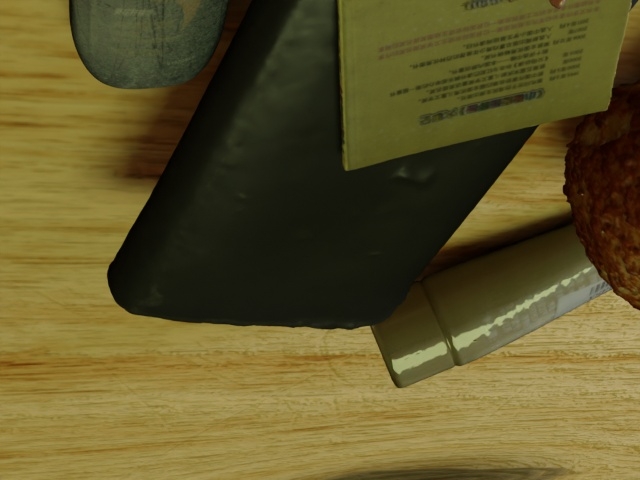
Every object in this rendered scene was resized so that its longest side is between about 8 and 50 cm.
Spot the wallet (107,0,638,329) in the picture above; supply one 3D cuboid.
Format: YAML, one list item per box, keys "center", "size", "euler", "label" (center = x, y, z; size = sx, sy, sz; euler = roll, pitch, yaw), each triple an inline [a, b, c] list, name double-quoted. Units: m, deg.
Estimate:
- center: [0.036, -0.084, 0.744]
  size: [0.228, 0.062, 0.406]
  euler: [5, 138, -29]
  label: "wallet"

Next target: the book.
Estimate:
- center: [0.090, -0.119, 0.656]
  size: [0.168, 0.013, 0.192]
  euler: [-14, 144, -8]
  label: "book"

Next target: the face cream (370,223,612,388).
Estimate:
- center: [0.208, 0.028, 1.064]
  size: [0.341, 0.084, 0.137]
  euler: [-22, 153, 0]
  label: "face cream"

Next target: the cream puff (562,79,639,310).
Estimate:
- center: [0.288, -0.016, 0.866]
  size: [0.240, 0.163, 0.240]
  euler: [7, 161, 2]
  label: "cream puff"

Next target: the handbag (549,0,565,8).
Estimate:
- center: [0.158, -0.192, 0.514]
  size: [0.212, 0.059, 0.157]
  euler: [-31, 146, -40]
  label: "handbag"

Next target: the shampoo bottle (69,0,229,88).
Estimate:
- center: [-0.082, -0.164, 0.612]
  size: [0.087, 0.049, 0.233]
  euler: [-7, 151, -15]
  label: "shampoo bottle"
